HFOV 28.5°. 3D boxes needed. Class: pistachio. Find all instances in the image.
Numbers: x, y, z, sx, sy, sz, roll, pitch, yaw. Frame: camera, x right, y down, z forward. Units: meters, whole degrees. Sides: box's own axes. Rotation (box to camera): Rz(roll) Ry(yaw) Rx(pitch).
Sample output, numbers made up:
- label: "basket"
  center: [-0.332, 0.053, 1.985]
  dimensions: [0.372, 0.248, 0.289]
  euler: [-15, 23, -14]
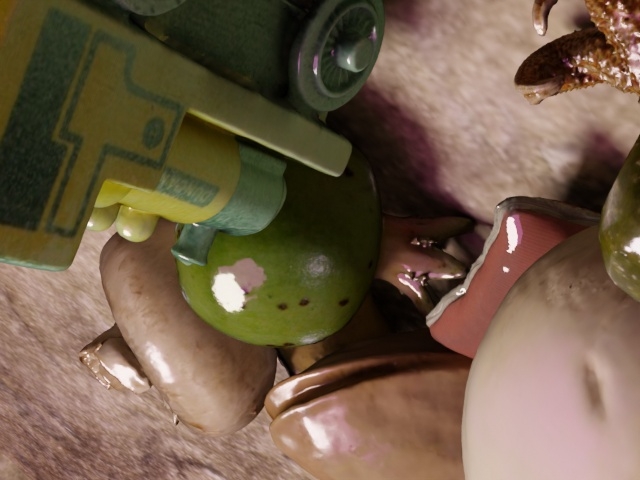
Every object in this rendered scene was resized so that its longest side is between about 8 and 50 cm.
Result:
- label: "pistachio"
  center: [0.090, 0.139, 0.998]
  dimensions: [0.260, 0.163, 0.212]
  euler: [15, 134, -39]

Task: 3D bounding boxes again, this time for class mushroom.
- label: "mushroom"
  center: [0.228, 0.147, 0.673]
  dimensions: [0.356, 0.315, 0.315]
  euler: [11, 144, 32]
- label: "mushroom"
  center: [-0.140, 0.089, 1.209]
  dimensions: [0.226, 0.178, 0.226]
  euler: [55, -179, -2]

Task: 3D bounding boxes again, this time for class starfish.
- label: "starfish"
  center: [0.193, -0.076, 0.668]
  dimensions: [0.190, 0.074, 0.146]
  euler: [34, 163, 5]

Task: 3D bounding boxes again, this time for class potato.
- label: "potato"
  center: [0.019, 0.097, 1.146]
  dimensions: [0.138, 0.098, 0.243]
  euler: [55, 177, 33]

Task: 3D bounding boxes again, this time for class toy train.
- label: "toy train"
  center: [-0.096, -0.090, 0.703]
  dimensions: [0.150, 0.237, 0.369]
  euler: [23, -178, 29]

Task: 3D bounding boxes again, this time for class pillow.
- label: "pillow"
  center: [0.175, 0.036, 0.861]
  dimensions: [0.171, 0.075, 0.179]
  euler: [16, 143, -4]

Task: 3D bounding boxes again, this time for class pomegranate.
- label: "pomegranate"
  center: [0.000, 0.000, 0.952]
  dimensions: [0.224, 0.182, 0.181]
  euler: [10, 156, -11]

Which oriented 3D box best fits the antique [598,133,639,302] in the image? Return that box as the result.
- label: "antique"
  center: [0.192, -0.062, 0.538]
  dimensions: [0.080, 0.221, 0.081]
  euler: [29, 154, 16]

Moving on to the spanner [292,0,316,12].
- label: "spanner"
  center: [-0.074, -0.223, 0.835]
  dimensions: [0.254, 0.015, 0.054]
  euler: [50, 153, -24]
